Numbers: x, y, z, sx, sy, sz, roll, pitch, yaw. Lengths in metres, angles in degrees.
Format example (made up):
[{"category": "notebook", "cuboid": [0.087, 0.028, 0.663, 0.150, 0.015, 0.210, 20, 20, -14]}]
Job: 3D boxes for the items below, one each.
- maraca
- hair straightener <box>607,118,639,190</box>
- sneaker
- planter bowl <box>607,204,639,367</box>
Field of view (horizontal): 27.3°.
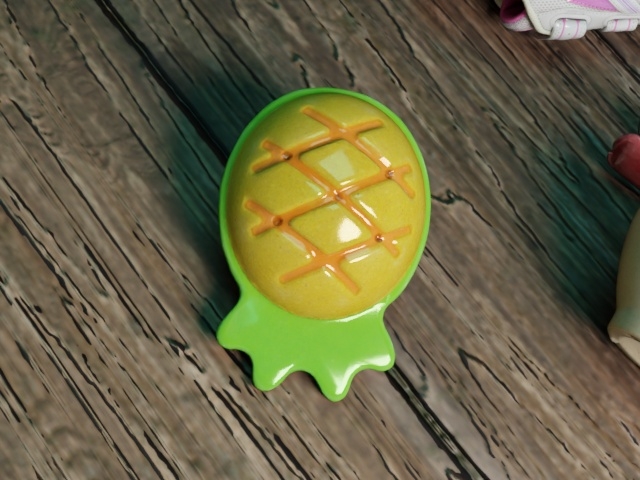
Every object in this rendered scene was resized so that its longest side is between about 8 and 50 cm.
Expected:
[{"category": "maraca", "cuboid": [0.000, 0.000, 0.780, 0.127, 0.099, 0.186, 9, 82, -3]}, {"category": "hair straightener", "cuboid": [0.308, -0.017, 0.885, 0.230, 0.047, 0.089, 38, 58, 12]}, {"category": "sneaker", "cuboid": [0.182, -0.191, 0.947, 0.252, 0.111, 0.103, 24, 11, -15]}, {"category": "planter bowl", "cuboid": [0.241, 0.041, 0.782, 0.162, 0.162, 0.109, 37, 84, 12]}]
